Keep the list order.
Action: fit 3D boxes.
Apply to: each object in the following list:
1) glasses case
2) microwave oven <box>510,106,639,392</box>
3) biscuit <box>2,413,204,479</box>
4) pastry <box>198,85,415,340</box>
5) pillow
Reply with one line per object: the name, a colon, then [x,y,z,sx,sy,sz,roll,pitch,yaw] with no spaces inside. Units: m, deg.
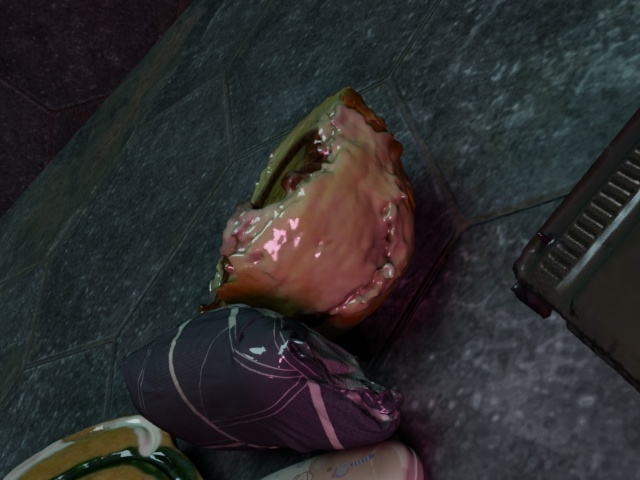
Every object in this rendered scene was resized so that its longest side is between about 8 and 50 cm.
glasses case: [-0.004,0.218,0.636,0.204,0.051,0.081,-30,30,31]
microwave oven: [0.241,0.043,0.343,0.178,0.188,0.247,-50,29,8]
biscuit: [-0.225,0.308,0.713,0.287,0.057,0.343,-26,37,-11]
pastry: [0.000,-0.002,0.750,0.236,0.170,0.256,-64,8,-33]
pillow: [-0.069,0.132,0.681,0.335,0.161,0.092,-23,34,52]
